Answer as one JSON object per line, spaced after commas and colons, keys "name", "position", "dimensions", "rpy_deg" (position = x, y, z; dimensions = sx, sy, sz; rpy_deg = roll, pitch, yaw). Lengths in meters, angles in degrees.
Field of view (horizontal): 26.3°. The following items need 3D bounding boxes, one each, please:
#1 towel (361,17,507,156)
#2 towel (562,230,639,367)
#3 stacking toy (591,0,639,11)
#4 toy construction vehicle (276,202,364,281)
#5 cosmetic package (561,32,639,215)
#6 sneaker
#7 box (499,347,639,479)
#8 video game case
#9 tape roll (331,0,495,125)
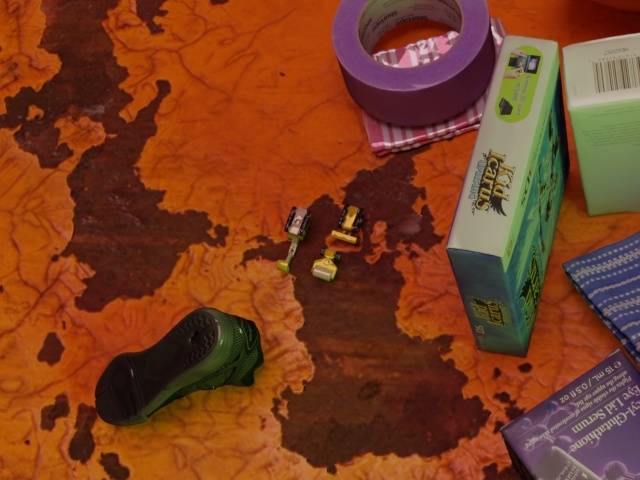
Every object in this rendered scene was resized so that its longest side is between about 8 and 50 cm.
{"name": "towel", "position": [0.143, -0.189, 1.669], "dimensions": [0.197, 0.029, 0.144], "rpy_deg": [-16, 61, 8]}
{"name": "towel", "position": [0.415, 0.057, 1.375], "dimensions": [0.243, 0.040, 0.336], "rpy_deg": [-27, 33, -2]}
{"name": "stacking toy", "position": [0.508, -0.296, 1.500], "dimensions": [0.480, 0.350, 0.350], "rpy_deg": [42, 81, 13]}
{"name": "toy construction vehicle", "position": [0.000, 0.000, 1.615], "dimensions": [0.086, 0.035, 0.098], "rpy_deg": [15, 71, 11]}
{"name": "cosmetic package", "position": [0.328, -0.120, 1.462], "dimensions": [0.117, 0.231, 0.085], "rpy_deg": [-6, 62, 12]}
{"name": "sneaker", "position": [-0.151, 0.151, 1.557], "dimensions": [0.227, 0.130, 0.087], "rpy_deg": [-35, 61, 29]}
{"name": "box", "position": [0.300, 0.241, 1.358], "dimensions": [0.153, 0.108, 0.207], "rpy_deg": [-34, 59, -4]}
{"name": "video game case", "position": [0.205, -0.038, 1.434], "dimensions": [0.061, 0.269, 0.244], "rpy_deg": [11, 68, 18]}
{"name": "tape roll", "position": [0.112, -0.237, 1.642], "dimensions": [0.189, 0.080, 0.189], "rpy_deg": [-6, 62, 11]}
